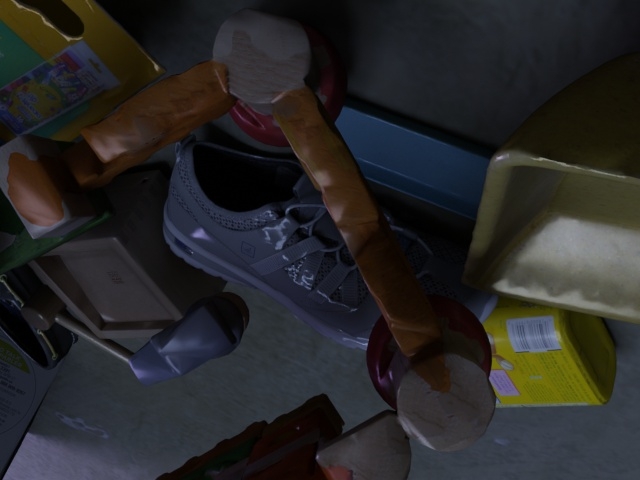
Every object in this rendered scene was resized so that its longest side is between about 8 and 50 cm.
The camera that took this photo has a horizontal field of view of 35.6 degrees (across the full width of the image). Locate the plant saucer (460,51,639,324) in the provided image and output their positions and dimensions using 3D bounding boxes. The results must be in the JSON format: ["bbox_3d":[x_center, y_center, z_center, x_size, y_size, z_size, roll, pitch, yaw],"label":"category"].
[{"bbox_3d":[0.252,-0.003,0.535,0.333,0.081,0.333,11,169,8],"label":"plant saucer"}]

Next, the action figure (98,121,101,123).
[{"bbox_3d":[-0.238,-0.117,0.822,0.115,0.030,0.038,23,147,7],"label":"action figure"}]

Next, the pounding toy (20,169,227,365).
[{"bbox_3d":[-0.188,0.034,0.924,0.206,0.094,0.181,-5,134,35],"label":"pounding toy"}]

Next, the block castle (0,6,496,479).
[{"bbox_3d":[-0.134,0.080,0.643,0.453,0.213,0.303,-29,91,3],"label":"block castle"}]

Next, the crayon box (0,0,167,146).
[{"bbox_3d":[-0.283,-0.133,0.729,0.323,0.083,0.203,-28,123,30],"label":"crayon box"}]

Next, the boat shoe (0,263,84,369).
[{"bbox_3d":[-0.339,0.047,1.051,0.081,0.068,0.227,-9,132,38],"label":"boat shoe"}]

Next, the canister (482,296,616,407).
[{"bbox_3d":[0.142,0.087,0.819,0.170,0.073,0.126,-8,133,35],"label":"canister"}]

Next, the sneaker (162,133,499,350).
[{"bbox_3d":[0.000,0.000,0.763,0.281,0.105,0.115,17,143,12],"label":"sneaker"}]

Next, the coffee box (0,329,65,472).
[{"bbox_3d":[-0.558,0.251,1.210,0.338,0.334,0.337,29,143,-9],"label":"coffee box"}]

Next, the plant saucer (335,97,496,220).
[{"bbox_3d":[0.078,-0.056,0.722,0.192,0.018,0.067,22,144,6],"label":"plant saucer"}]
